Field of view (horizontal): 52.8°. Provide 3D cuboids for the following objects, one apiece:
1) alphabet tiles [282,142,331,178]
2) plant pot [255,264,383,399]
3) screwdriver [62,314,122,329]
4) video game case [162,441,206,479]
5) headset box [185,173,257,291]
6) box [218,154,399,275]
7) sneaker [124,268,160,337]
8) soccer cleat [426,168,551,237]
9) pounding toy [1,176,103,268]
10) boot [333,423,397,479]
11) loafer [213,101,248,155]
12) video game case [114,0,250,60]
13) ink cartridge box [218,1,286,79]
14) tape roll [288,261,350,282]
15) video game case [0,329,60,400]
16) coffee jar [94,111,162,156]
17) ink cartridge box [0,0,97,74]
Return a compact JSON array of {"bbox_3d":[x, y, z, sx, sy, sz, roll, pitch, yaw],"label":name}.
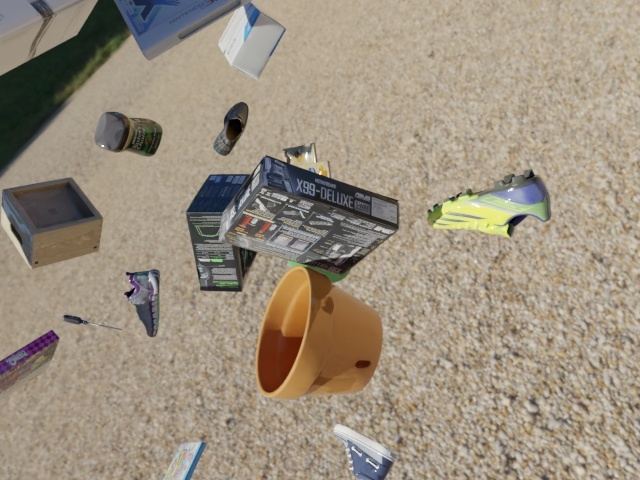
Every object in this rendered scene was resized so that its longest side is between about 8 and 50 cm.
[{"bbox_3d":[-0.045,-0.110,1.912,0.011,0.343,0.285,-10,6,-34],"label":"alphabet tiles"},{"bbox_3d":[0.004,0.219,1.426,0.291,0.203,0.291,-51,29,45],"label":"plant pot"},{"bbox_3d":[-0.653,0.239,1.842,0.025,0.169,0.024,-72,-5,-77],"label":"screwdriver"},{"bbox_3d":[-0.331,0.541,1.540,0.166,0.015,0.119,-30,30,56],"label":"video game case"},{"bbox_3d":[-0.276,-0.017,1.889,0.131,0.283,0.246,1,32,9],"label":"headset box"},{"bbox_3d":[-0.027,-0.039,1.344,0.242,0.307,0.077,-44,36,52],"label":"box"},{"bbox_3d":[-0.509,0.177,1.838,0.083,0.098,0.224,-112,26,-60],"label":"sneaker"},{"bbox_3d":[0.333,-0.051,1.311,0.093,0.121,0.289,-26,5,-40],"label":"soccer cleat"},{"bbox_3d":[-0.423,-0.031,1.019,0.130,0.141,0.100,-18,-37,-42],"label":"pounding toy"},{"bbox_3d":[0.080,0.472,1.416,0.190,0.069,0.086,7,62,54],"label":"boot"},{"bbox_3d":[-0.213,-0.290,1.628,0.061,0.062,0.170,-32,36,51],"label":"loafer"},{"bbox_3d":[-0.296,-0.564,1.355,0.299,0.036,0.329,-31,63,-1],"label":"video game case"},{"bbox_3d":[-0.169,-0.489,1.551,0.140,0.082,0.191,-57,29,17],"label":"ink cartridge box"},{"bbox_3d":[0.000,0.000,2.355,0.077,0.321,0.321,-13,40,42],"label":"tape roll"},{"bbox_3d":[-0.823,0.356,1.724,0.232,0.042,0.210,-37,-9,-45],"label":"video game case"},{"bbox_3d":[-0.470,-0.259,1.580,0.096,0.079,0.184,-68,-15,10],"label":"coffee jar"},{"bbox_3d":[-0.660,-0.472,1.211,0.166,0.285,0.395,-34,15,42],"label":"ink cartridge box"}]
